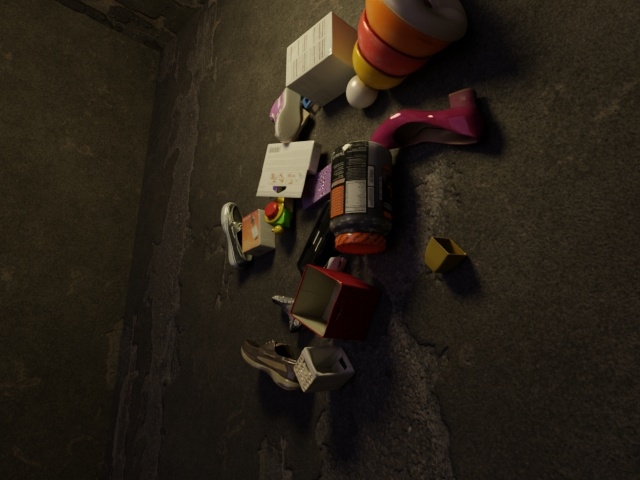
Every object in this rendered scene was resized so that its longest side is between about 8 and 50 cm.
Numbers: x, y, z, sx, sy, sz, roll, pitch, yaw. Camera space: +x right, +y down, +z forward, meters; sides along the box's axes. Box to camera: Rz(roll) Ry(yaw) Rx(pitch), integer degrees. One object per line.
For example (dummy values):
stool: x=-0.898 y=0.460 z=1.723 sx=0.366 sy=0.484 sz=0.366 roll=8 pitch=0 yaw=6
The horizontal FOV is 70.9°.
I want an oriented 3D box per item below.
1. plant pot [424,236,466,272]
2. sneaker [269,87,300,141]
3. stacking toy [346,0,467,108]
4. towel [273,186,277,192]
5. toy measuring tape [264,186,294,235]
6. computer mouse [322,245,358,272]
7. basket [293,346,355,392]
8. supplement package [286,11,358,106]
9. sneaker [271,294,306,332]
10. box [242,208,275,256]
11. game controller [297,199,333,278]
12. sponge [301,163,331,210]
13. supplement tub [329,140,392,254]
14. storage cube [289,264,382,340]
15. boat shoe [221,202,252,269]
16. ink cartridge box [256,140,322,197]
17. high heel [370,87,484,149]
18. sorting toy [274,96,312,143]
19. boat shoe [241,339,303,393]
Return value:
plant pot: x=0.346 y=0.047 z=1.282 sx=0.081 sy=0.081 sz=0.083 roll=55 pitch=129 yaw=42
sneaker: x=-0.165 y=-0.521 z=1.950 sx=0.161 sy=0.102 sz=0.282 roll=-27 pitch=45 yaw=48
stacking toy: x=0.215 y=-0.636 z=1.512 sx=0.480 sy=0.350 sz=0.350 roll=-49 pitch=45 yaw=48
towel: x=-0.216 y=-0.242 z=2.051 sx=0.060 sy=0.009 sz=0.083 roll=-17 pitch=66 yaw=44
toy measuring tape: x=-0.174 y=-0.166 z=1.912 sx=0.121 sy=0.121 sz=0.330 roll=-24 pitch=53 yaw=42
computer mouse: x=0.060 y=0.090 z=1.585 sx=0.193 sy=0.106 sz=0.042 roll=-59 pitch=36 yaw=30
basket: x=0.008 y=0.425 z=1.478 sx=0.103 sy=0.167 sz=0.113 roll=-56 pitch=44 yaw=27
supplement package: x=0.023 y=-0.707 z=1.780 sx=0.263 sy=0.199 sz=0.198 roll=-18 pitch=64 yaw=44
sneaker: x=-0.118 y=0.284 z=1.725 sx=0.229 sy=0.086 sz=0.132 roll=3 pitch=83 yaw=48
box: x=-0.274 y=-0.032 z=1.990 sx=0.130 sy=0.091 sz=0.170 roll=-25 pitch=61 yaw=42
game controller: x=0.000 y=0.000 z=1.658 sx=0.319 sy=0.067 sz=0.166 roll=-65 pitch=23 yaw=17
sponge: x=0.002 y=-0.213 z=1.781 sx=0.210 sy=0.031 sz=0.117 roll=-31 pitch=57 yaw=39
supplement tub: x=0.133 y=-0.135 z=1.475 sx=0.207 sy=0.207 sz=0.338 roll=-13 pitch=69 yaw=46
storage cube: x=0.049 y=0.203 z=1.477 sx=0.215 sy=0.193 sz=0.183 roll=25 pitch=97 yaw=50
boat shoe: x=-0.372 y=-0.033 z=2.100 sx=0.119 sy=0.121 sz=0.335 roll=-25 pitch=71 yaw=33
ink cartridge box: x=-0.133 y=-0.287 z=1.864 sx=0.275 sy=0.060 sz=0.239 roll=7 pitch=82 yaw=41
high heel: x=0.310 y=-0.321 z=1.387 sx=0.377 sy=0.127 sz=0.181 roll=-21 pitch=53 yaw=39
sorting toy: x=-0.120 y=-0.507 z=2.000 sx=0.347 sy=0.047 sz=0.196 roll=-57 pitch=39 yaw=19
boat shoe: x=-0.163 y=0.448 z=1.709 sx=0.355 sy=0.132 sz=0.130 roll=20 pitch=84 yaw=41
